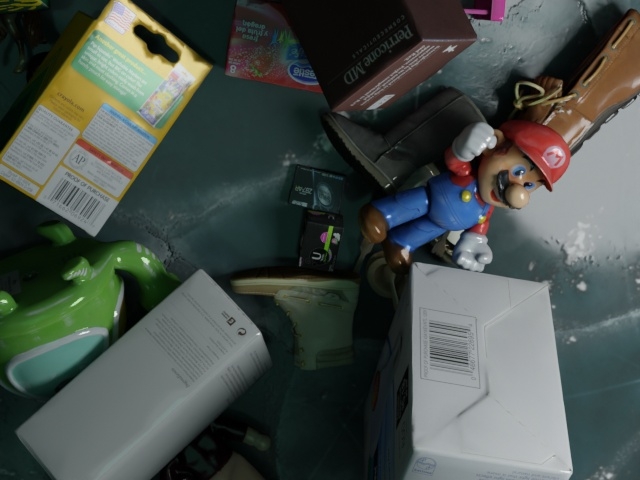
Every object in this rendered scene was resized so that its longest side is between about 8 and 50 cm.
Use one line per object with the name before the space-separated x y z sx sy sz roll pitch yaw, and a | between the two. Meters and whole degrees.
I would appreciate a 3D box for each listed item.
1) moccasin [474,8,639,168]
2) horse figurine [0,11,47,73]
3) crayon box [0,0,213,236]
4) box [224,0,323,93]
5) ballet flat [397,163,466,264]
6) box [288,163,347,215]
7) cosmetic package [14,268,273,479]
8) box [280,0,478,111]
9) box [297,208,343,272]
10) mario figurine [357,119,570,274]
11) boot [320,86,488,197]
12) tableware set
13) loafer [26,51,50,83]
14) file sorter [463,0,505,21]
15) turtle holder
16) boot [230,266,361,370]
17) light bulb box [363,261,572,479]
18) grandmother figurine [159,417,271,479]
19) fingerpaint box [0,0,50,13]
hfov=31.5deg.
moccasin | 0.372 -0.212 1.777 0.380 0.139 0.147 -40 95 8
horse figurine | -0.538 -0.344 1.729 0.263 0.066 0.175 2 95 3
crayon box | -0.338 -0.194 1.712 0.203 0.083 0.323 36 89 -37
box | -0.013 -0.292 1.741 0.256 0.128 0.123 10 101 -6
ballet flat | 0.176 -0.063 1.824 0.086 0.086 0.248 -37 101 5
box | -0.005 -0.082 1.841 0.083 0.018 0.067 14 100 -6
cosmetic package | -0.259 0.240 1.738 0.365 0.197 0.155 -40 72 -13
box | 0.037 -0.389 1.572 0.191 0.143 0.382 -34 77 40
box | 0.000 0.000 1.833 0.062 0.052 0.083 9 117 -5
mario figurine | 0.218 -0.056 1.656 0.320 0.198 0.170 -30 74 17
boot | 0.131 -0.182 1.786 0.208 0.076 0.190 -40 79 -10
tableware set | 0.128 0.017 1.813 0.128 0.039 0.194 24 122 6
loafer | -0.422 -0.181 1.766 0.080 0.078 0.220 -10 102 -1
file sorter | 0.179 -0.478 1.679 0.182 0.202 0.291 3 102 -1
turtle holder | -0.401 0.108 1.774 0.320 0.243 0.228 -37 123 -35
boot | -0.044 0.129 1.857 0.213 0.077 0.165 2 104 -4
light bulb box | 0.200 0.291 1.698 0.225 0.358 0.361 10 132 -5
grandmother figurine | -0.182 0.381 1.895 0.208 0.104 0.342 -41 99 -23
fingerpaint box | -0.598 -0.543 1.610 0.370 0.163 0.445 -5 92 -2
